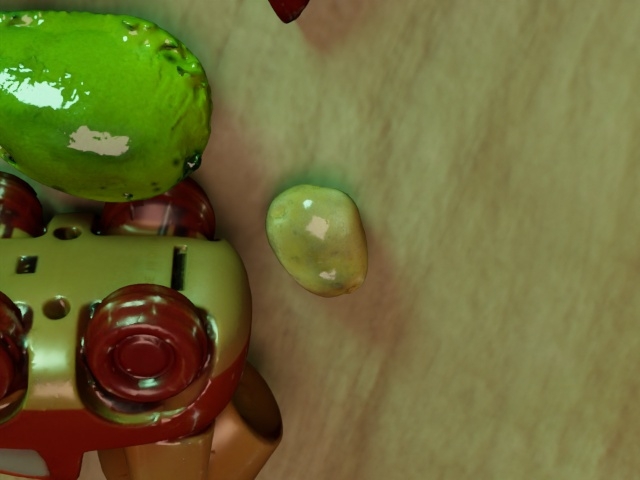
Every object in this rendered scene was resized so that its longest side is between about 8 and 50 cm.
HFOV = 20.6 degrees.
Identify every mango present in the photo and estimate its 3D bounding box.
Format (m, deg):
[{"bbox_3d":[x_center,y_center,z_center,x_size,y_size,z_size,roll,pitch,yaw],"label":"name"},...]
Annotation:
[{"bbox_3d":[-0.157,-0.091,1.147,0.178,0.119,0.100,19,162,0],"label":"mango"}]

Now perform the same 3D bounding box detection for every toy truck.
[{"bbox_3d":[-0.158,0.092,1.201,0.265,0.189,0.239,0,126,-1],"label":"toy truck"}]

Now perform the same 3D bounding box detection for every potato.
[{"bbox_3d":[0.000,0.000,1.215,0.068,0.062,0.083,-14,96,40],"label":"potato"}]

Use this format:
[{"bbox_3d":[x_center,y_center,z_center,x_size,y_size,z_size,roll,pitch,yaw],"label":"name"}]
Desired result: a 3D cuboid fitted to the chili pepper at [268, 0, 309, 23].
[{"bbox_3d":[0.065,-0.286,1.056,0.368,0.092,0.137,-37,131,26],"label":"chili pepper"}]
